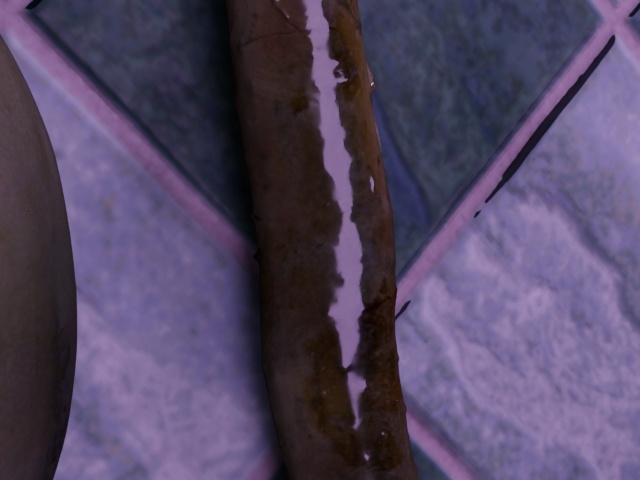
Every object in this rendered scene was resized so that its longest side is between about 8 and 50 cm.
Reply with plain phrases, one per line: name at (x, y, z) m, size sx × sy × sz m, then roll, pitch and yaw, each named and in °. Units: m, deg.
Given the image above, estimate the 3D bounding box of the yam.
yam at (0.000, 0.000, 0.787) m, size 0.067 × 0.071 × 0.317 m, roll -24°, pitch 108°, yaw -64°

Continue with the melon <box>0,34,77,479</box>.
melon at (-0.210, 0.033, 0.567) m, size 0.271 × 0.272 × 0.308 m, roll -8°, pitch 106°, yaw -28°
